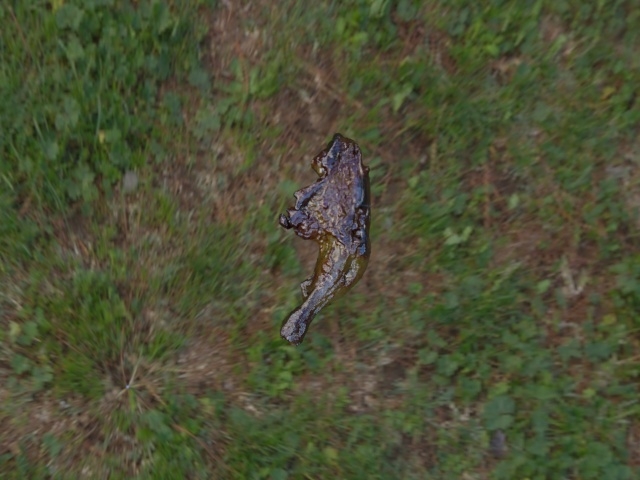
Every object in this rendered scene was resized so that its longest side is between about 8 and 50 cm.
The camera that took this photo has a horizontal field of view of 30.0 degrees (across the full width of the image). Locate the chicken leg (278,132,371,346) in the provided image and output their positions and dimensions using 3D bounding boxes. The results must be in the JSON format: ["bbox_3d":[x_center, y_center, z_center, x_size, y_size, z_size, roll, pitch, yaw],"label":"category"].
[{"bbox_3d":[0.009,0.000,1.789,0.177,0.083,0.322,-19,121,-37],"label":"chicken leg"}]
